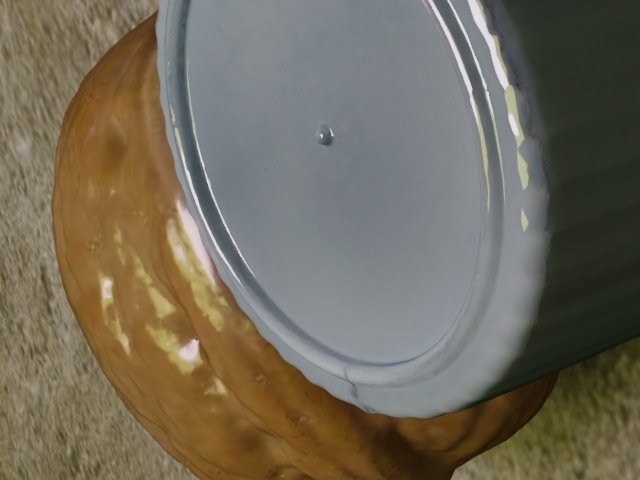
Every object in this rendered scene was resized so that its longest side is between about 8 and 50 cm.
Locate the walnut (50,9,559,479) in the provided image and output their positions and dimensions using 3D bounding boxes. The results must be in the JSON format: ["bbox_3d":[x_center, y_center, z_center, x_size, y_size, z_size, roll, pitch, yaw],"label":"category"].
[{"bbox_3d":[0.000,0.000,0.974,0.333,0.333,0.333,30,130,44],"label":"walnut"}]

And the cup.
[{"bbox_3d":[0.121,-0.108,0.713,0.257,0.311,0.331,43,138,34],"label":"cup"}]
